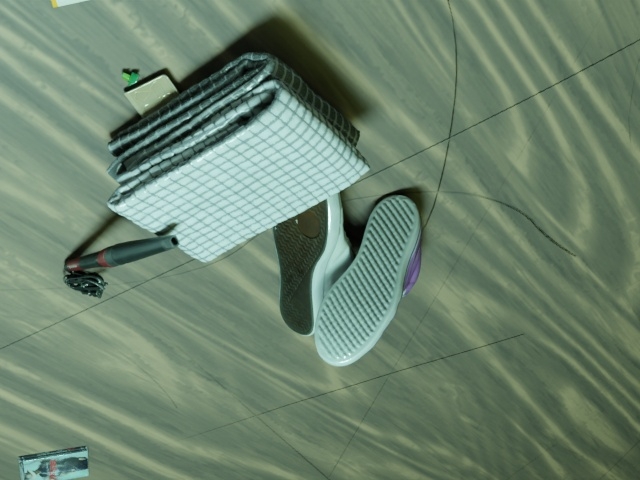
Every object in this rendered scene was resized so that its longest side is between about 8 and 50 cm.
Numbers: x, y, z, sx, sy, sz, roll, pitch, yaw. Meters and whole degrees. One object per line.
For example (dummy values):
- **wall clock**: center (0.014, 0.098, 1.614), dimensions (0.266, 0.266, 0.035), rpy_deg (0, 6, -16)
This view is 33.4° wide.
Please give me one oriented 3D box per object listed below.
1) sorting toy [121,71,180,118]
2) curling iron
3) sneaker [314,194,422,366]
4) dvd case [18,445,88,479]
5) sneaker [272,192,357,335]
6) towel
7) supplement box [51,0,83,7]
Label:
- **sorting toy**: center (-0.214, -0.189, 1.338), dimensions (0.062, 0.012, 0.083), rpy_deg (-21, 144, 9)
- **curling iron**: center (-0.271, 0.027, 1.455), dimensions (0.068, 0.035, 0.274), rpy_deg (36, 144, -26)
- **sneaker**: center (0.088, 0.088, 1.608), dimensions (0.102, 0.282, 0.161), rpy_deg (21, 155, 20)
- **dvd case**: center (-0.475, 0.403, 1.901), dimensions (0.119, 0.013, 0.087), rpy_deg (-5, 138, -16)
- **sneaker**: center (0.000, 0.000, 1.601), dimensions (0.123, 0.106, 0.290), rpy_deg (-36, 145, -40)
- **towel**: center (-0.112, -0.105, 1.391), dimensions (0.283, 0.121, 0.235), rpy_deg (-29, 149, 18)
- **supplement box**: center (-0.256, -0.301, 1.174), dimensions (0.098, 0.036, 0.062), rpy_deg (-14, 140, -7)
